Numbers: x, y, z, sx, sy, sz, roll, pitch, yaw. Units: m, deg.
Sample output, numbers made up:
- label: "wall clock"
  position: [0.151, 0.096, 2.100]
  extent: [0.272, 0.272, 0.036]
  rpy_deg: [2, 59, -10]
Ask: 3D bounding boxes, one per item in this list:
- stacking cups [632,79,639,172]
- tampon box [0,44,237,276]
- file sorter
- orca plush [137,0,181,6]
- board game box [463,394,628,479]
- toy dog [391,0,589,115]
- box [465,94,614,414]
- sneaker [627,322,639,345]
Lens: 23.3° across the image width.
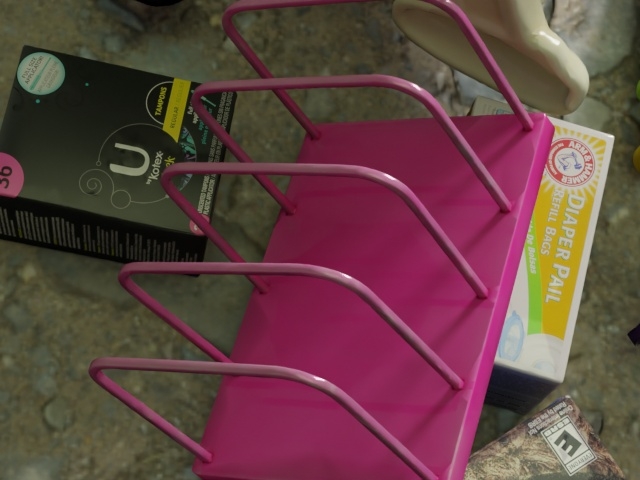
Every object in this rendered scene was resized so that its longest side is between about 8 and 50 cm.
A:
- label: "stacking cups"
  position: [0.300, -0.206, 1.268]
  extent: [0.096, 0.096, 0.316]
  rpy_deg: [5, 69, -6]
- label: "tampon box"
  position: [-0.154, -0.056, 1.143]
  extent: [0.161, 0.101, 0.120]
  rpy_deg: [11, 70, -4]
- label: "file sorter"
  position: [0.000, 0.000, 1.024]
  extent: [0.202, 0.182, 0.291]
  rpy_deg: [0, 60, 34]
- label: "orca plush"
  position: [-0.205, -0.274, 1.216]
  extent: [0.102, 0.151, 0.287]
  rpy_deg: [-43, 83, 13]
- label: "board game box"
  position: [0.140, 0.295, 1.040]
  extent: [0.232, 0.141, 0.291]
  rpy_deg: [-30, 77, -17]
- label: "toy dog"
  position: [0.162, -0.354, 1.157]
  extent: [0.395, 0.284, 0.408]
  rpy_deg: [26, 69, 39]
- label: "box"
  position: [0.136, 0.011, 1.160]
  extent: [0.114, 0.103, 0.203]
  rpy_deg: [16, 69, -2]
- label: "sneaker"
  position: [0.346, 0.066, 1.199]
  extent: [0.223, 0.098, 0.083]
  rpy_deg: [18, 36, -22]
